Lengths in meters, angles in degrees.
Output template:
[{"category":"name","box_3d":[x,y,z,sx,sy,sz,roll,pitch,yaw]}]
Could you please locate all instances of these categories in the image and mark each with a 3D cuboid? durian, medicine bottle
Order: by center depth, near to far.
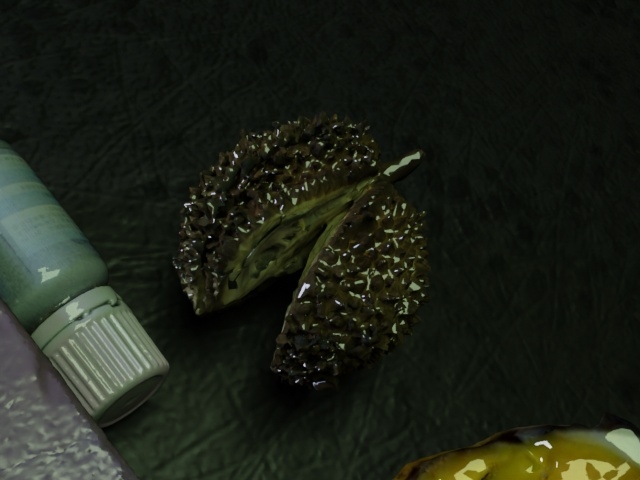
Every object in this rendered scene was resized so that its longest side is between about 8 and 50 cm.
[{"category":"medicine bottle","box_3d":[-0.184,0.028,0.549,0.083,0.083,0.203,-30,71,-34]},{"category":"durian","box_3d":[0.000,0.000,0.581,0.196,0.167,0.196,0,90,-7]}]

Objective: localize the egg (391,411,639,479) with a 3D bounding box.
[{"category":"egg","box_3d":[0.139,0.252,0.479,0.286,0.174,0.264,-16,61,-2]}]

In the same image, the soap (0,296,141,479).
[{"category":"soap","box_3d":[-0.276,0.136,0.427,0.285,0.107,0.296,-34,71,-34]}]
